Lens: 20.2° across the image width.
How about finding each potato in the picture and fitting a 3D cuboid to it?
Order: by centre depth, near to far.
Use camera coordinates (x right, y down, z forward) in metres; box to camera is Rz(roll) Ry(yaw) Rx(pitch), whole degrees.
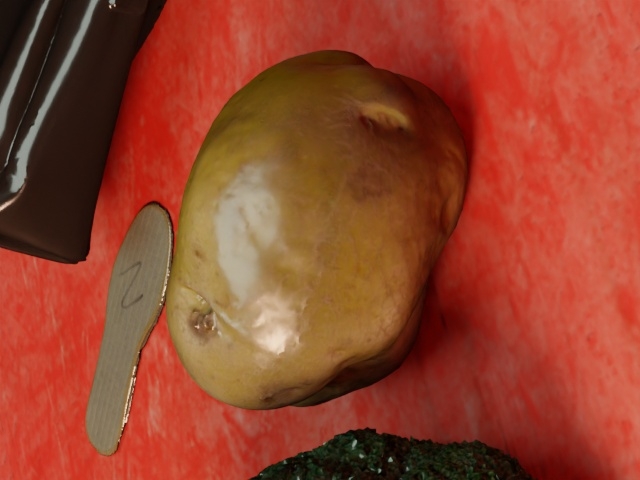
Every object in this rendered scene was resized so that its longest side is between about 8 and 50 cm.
[{"bbox_3d":[-0.004,-0.002,0.974,0.137,0.154,0.200,20,101,12],"label":"potato"}]

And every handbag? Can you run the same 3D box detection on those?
[{"bbox_3d":[-0.210,-0.145,1.243,0.285,0.113,0.257,38,113,49],"label":"handbag"}]

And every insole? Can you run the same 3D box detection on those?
[{"bbox_3d":[-0.134,0.062,1.238,0.064,0.004,0.188,33,114,44],"label":"insole"}]

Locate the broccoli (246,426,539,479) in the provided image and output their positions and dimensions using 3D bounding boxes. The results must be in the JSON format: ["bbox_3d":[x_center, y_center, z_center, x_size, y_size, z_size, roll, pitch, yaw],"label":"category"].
[{"bbox_3d":[0.017,0.221,0.926,0.294,0.265,0.245,-15,110,19],"label":"broccoli"}]
